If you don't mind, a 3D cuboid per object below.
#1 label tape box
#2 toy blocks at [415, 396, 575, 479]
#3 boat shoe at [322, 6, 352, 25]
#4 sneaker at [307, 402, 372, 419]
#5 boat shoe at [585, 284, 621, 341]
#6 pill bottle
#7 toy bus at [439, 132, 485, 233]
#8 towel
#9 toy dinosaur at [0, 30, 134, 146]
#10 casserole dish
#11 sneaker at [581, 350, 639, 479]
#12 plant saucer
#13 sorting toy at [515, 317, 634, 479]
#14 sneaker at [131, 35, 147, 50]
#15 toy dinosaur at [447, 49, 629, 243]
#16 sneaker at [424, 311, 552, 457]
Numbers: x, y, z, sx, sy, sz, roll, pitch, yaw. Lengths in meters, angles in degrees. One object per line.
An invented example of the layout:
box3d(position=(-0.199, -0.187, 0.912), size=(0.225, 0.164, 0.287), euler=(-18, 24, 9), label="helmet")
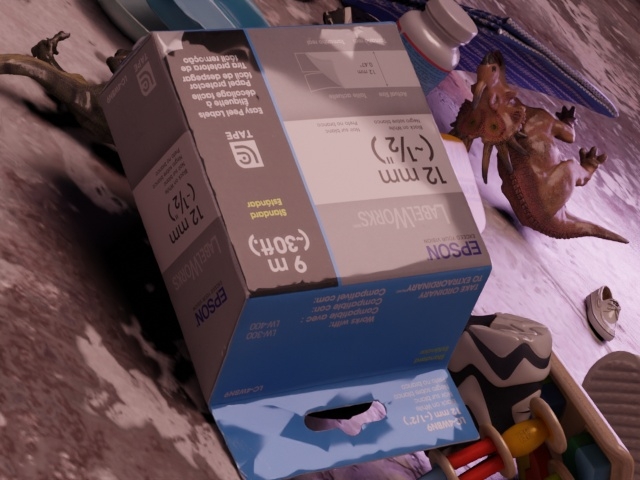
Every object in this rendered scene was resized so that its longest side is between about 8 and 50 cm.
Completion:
box3d(position=(0.000, 0.000, 1.556), size=(0.249, 0.115, 0.348), euler=(-6, 65, -37), label="label tape box")
box3d(position=(0.139, 0.214, 1.647), size=(0.054, 0.148, 0.123), euler=(45, -23, 57), label="toy blocks")
box3d(position=(0.020, -0.245, 2.355), size=(0.125, 0.038, 0.046), euler=(-90, 174, -55), label="boat shoe")
box3d(position=(-0.029, 0.071, 1.607), size=(0.217, 0.079, 0.121), euler=(34, 23, -31), label="sneaker")
box3d(position=(0.347, 0.086, 2.373), size=(0.035, 0.035, 0.100), euler=(40, 21, -16), label="boat shoe")
box3d(position=(0.104, -0.210, 2.275), size=(0.087, 0.160, 0.087), euler=(39, 22, -19), label="pill bottle")
box3d(position=(0.071, -0.037, 1.877), size=(0.332, 0.108, 0.130), euler=(-2, 77, -74), label="toy bus")
box3d(position=(0.196, -0.245, 2.499), size=(0.243, 0.040, 0.336), euler=(31, -4, -39), label="towel")
box3d(position=(-0.196, -0.127, 1.689), size=(0.268, 0.064, 0.118), euler=(27, 34, -34), label="toy dinosaur")
box3d(position=(-0.114, -0.228, 1.957), size=(0.114, 0.037, 0.188), euler=(49, 21, 7), label="casserole dish")
box3d(position=(0.366, 0.262, 1.958), size=(0.127, 0.126, 0.321), euler=(13, 49, -49), label="sneaker")
box3d(position=(-0.173, -0.232, 1.956), size=(0.195, 0.037, 0.195), euler=(38, 22, -19), label="plant saucer")
box3d(position=(0.217, 0.200, 1.738), size=(0.193, 0.038, 0.208), euler=(-122, -160, -48), label="sorting toy")
box3d(position=(-0.074, -0.140, 1.865), size=(0.094, 0.091, 0.258), euler=(24, -8, 48), label="sneaker")
box3d(position=(0.254, -0.089, 2.415), size=(0.296, 0.127, 0.200), euler=(58, 28, -2), label="toy dinosaur")
box3d(position=(0.089, 0.127, 1.734), size=(0.235, 0.153, 0.094), euler=(13, 13, 26), label="sneaker")
